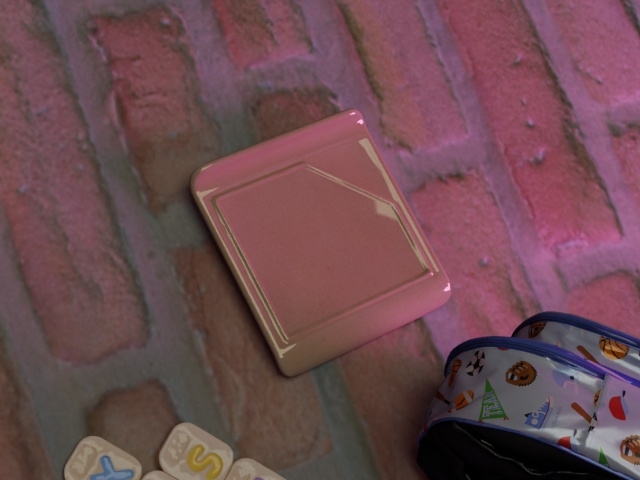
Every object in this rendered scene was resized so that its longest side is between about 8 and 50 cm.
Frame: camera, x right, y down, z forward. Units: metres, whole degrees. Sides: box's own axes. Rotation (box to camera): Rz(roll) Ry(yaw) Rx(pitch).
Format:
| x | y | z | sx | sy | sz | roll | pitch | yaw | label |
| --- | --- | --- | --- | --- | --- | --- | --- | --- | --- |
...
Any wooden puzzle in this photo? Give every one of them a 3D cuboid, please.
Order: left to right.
| x | y | z | sx | sy | sz | roll | pitch | yaw | label |
| --- | --- | --- | --- | --- | --- | --- | --- | --- | --- |
| 0.000 | 0.000 | 1.465 | 0.221 | 0.044 | 0.238 | -23 | 84 | -25 | wooden puzzle |

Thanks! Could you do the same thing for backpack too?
| x | y | z | sx | sy | sz | roll | pitch | yaw | label |
| --- | --- | --- | --- | --- | --- | --- | --- | --- | --- |
| 0.237 | 0.190 | 1.363 | 0.263 | 0.276 | 0.213 | 19 | 61 | -5 | backpack |

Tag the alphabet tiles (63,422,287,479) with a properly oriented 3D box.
| x | y | z | sx | sy | sz | roll | pitch | yaw | label |
| --- | --- | --- | --- | --- | --- | --- | --- | --- | --- |
| -0.144 | 0.320 | 1.304 | 0.278 | 0.021 | 0.284 | 33 | 63 | -6 | alphabet tiles |
